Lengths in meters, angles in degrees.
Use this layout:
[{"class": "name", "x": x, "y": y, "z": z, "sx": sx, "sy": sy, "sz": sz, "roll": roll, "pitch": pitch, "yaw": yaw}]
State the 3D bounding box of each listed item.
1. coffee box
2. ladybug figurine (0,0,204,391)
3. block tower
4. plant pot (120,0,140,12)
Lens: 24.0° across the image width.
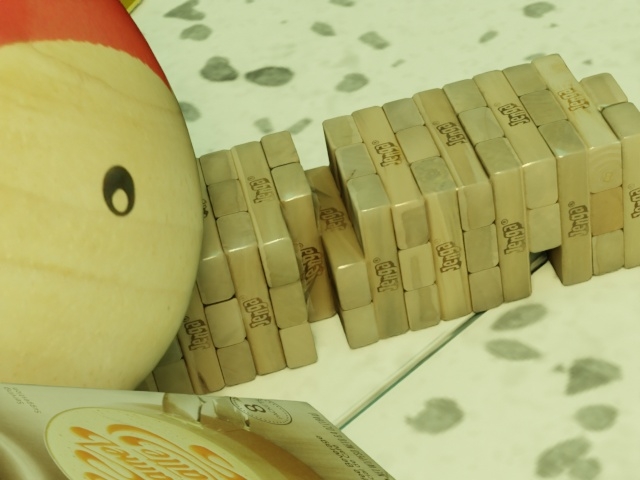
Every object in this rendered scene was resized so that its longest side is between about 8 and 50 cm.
[{"class": "coffee box", "x": -0.071, "y": 0.128, "z": 0.545, "sx": 0.246, "sy": 0.098, "sz": 0.141, "roll": 9, "pitch": 19, "yaw": -44}, {"class": "ladybug figurine", "x": -0.245, "y": -0.086, "z": 0.695, "sx": 0.449, "sy": 0.162, "sz": 0.305, "roll": 38, "pitch": 59, "yaw": 24}, {"class": "block tower", "x": 0.000, "y": 0.000, "z": 0.789, "sx": 0.335, "sy": 0.097, "sz": 0.091, "roll": -15, "pitch": 39, "yaw": -5}, {"class": "plant pot", "x": -0.191, "y": -0.188, "z": 1.080, "sx": 0.083, "sy": 0.081, "sz": 0.081, "roll": 1, "pitch": 40, "yaw": 32}]
